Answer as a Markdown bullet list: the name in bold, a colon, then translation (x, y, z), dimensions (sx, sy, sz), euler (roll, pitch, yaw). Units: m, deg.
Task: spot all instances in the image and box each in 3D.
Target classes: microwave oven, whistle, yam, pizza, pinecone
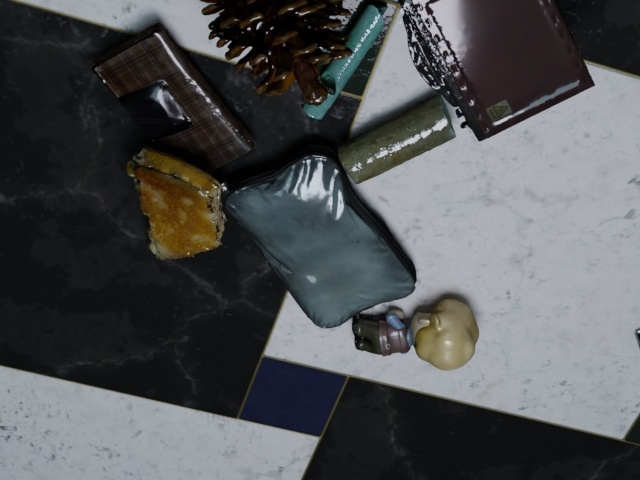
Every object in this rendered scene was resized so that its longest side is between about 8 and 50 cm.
- **microwave oven**: translation (0.208, -0.282, 1.581), dimensions (0.188, 0.178, 0.247), euler (-26, 122, 16)
- **whistle**: translation (0.035, -0.244, 1.692), dimensions (0.039, 0.039, 0.186), euler (25, 122, -18)
- **yam**: translation (0.110, -0.141, 1.750), dimensions (0.169, 0.068, 0.068), euler (-27, 122, 18)
- **pizza**: translation (-0.198, -0.048, 1.792), dimensions (0.147, 0.069, 0.226), euler (13, 143, 18)
- **pinecone**: translation (-0.045, -0.277, 1.590), dimensions (0.185, 0.168, 0.212), euler (-28, 109, 35)

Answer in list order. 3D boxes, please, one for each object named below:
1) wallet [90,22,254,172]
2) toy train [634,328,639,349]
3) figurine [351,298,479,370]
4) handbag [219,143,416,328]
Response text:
- **wallet**: translation (-0.203, -0.188, 1.725), dimensions (0.124, 0.042, 0.230), euler (-27, 127, 19)
- **toy train**: translation (0.694, 0.103, 1.920), dimensions (0.407, 0.086, 0.088), euler (-29, 120, 19)
- **figurine**: translation (0.151, 0.148, 1.952), dimensions (0.196, 0.108, 0.114), euler (1, 117, 20)
- **handbag**: translation (-0.001, -0.002, 1.851), dimensions (0.192, 0.075, 0.332), euler (-24, 126, 20)
